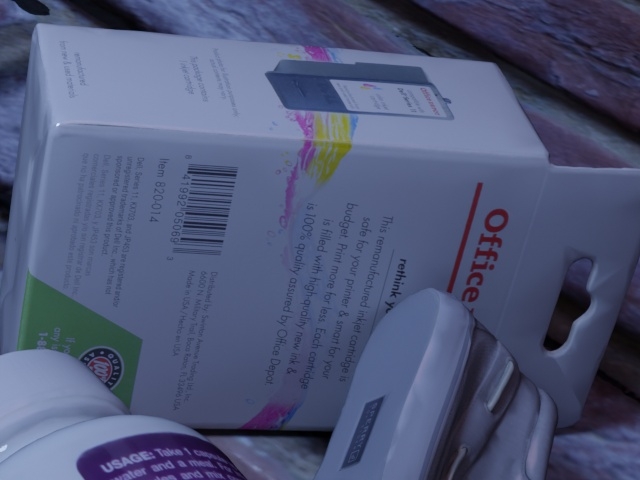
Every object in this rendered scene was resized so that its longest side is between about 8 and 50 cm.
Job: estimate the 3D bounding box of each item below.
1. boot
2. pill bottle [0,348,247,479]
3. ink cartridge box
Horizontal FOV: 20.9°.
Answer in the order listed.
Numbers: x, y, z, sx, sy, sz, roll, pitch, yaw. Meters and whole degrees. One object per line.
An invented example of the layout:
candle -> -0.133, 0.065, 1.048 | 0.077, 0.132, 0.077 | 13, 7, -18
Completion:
boot -> 0.056, 0.155, 0.918 | 0.123, 0.095, 0.258 | 40, 55, -20
pill bottle -> -0.075, 0.184, 0.762 | 0.169, 0.169, 0.301 | -14, 42, -34
ink cartridge box -> 0.000, 0.000, 1.022 | 0.354, 0.207, 0.119 | 4, 33, -16
